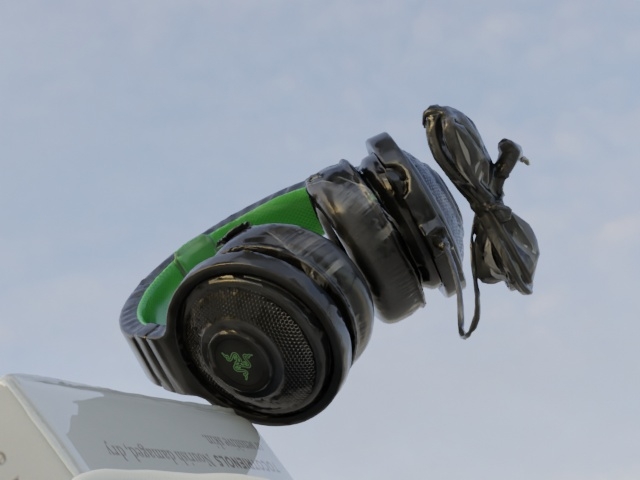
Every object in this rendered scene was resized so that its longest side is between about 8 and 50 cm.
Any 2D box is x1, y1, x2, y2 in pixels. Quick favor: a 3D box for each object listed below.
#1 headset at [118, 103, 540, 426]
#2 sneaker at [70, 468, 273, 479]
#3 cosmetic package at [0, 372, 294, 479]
[{"bbox_3d":[0.000,0.000,1.062,0.394,0.243,0.185,0,-57,53],"label":"headset"},{"bbox_3d":[-0.001,0.180,0.528,0.282,0.102,0.161,36,-87,-28],"label":"sneaker"},{"bbox_3d":[-0.109,0.334,0.850,0.329,0.393,0.327,-40,-19,7],"label":"cosmetic package"}]
